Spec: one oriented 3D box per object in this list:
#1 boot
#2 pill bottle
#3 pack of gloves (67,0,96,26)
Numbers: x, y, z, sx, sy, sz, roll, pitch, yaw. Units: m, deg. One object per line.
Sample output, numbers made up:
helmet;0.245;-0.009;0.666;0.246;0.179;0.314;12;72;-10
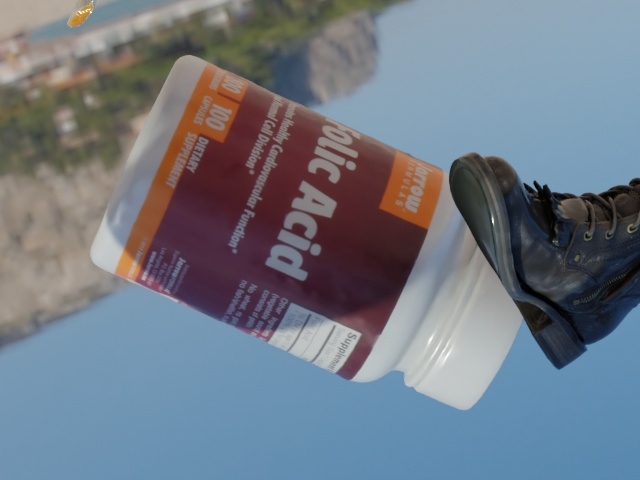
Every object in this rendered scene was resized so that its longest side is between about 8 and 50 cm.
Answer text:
boot;0.226;-0.030;1.361;0.229;0.091;0.263;-30;143;5
pill bottle;0.000;0.000;1.825;0.392;0.224;0.224;24;-173;-4
pack of gloves;-0.114;-0.291;1.617;0.195;0.046;0.232;-35;-152;35
